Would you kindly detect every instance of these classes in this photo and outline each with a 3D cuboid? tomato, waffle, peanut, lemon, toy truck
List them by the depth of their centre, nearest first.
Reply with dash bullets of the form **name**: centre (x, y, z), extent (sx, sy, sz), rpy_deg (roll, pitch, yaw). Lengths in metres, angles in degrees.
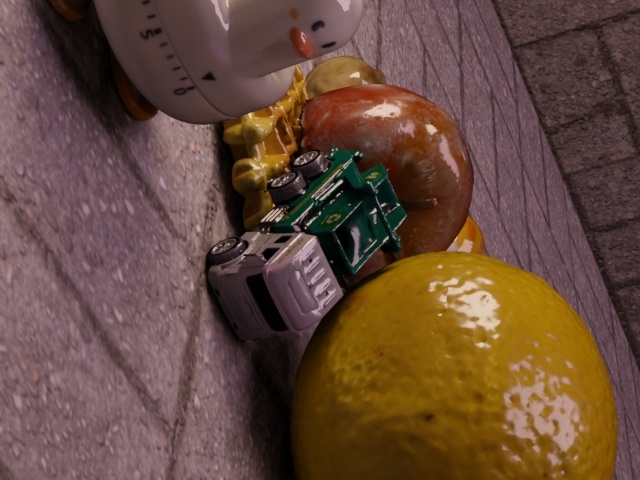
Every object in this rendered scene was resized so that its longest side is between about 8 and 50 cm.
- **toy truck**: centre (0.000, 0.000, 1.499), extent (0.216, 0.116, 0.110), rpy_deg (-45, 119, -39)
- **lemon**: centre (0.122, 0.175, 1.516), extent (0.336, 0.336, 0.336), rpy_deg (-16, 90, -74)
- **waffle**: centre (-0.033, -0.070, 1.669), extent (0.283, 0.065, 0.309), rpy_deg (49, 33, -57)
- **tomato**: centre (0.081, -0.067, 1.672), extent (0.181, 0.155, 0.214), rpy_deg (-77, 147, -63)
- **peanut**: centre (0.029, -0.131, 1.825), extent (0.140, 0.109, 0.159), rpy_deg (-106, -174, -70)

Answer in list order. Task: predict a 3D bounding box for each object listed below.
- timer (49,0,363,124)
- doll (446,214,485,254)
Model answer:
- **timer**: centre (-0.082, -0.214, 1.323), extent (0.233, 0.240, 0.233), rpy_deg (-16, 90, -73)
- **doll**: centre (0.137, 0.077, 1.927), extent (0.162, 0.167, 0.269), rpy_deg (-62, 137, -64)
